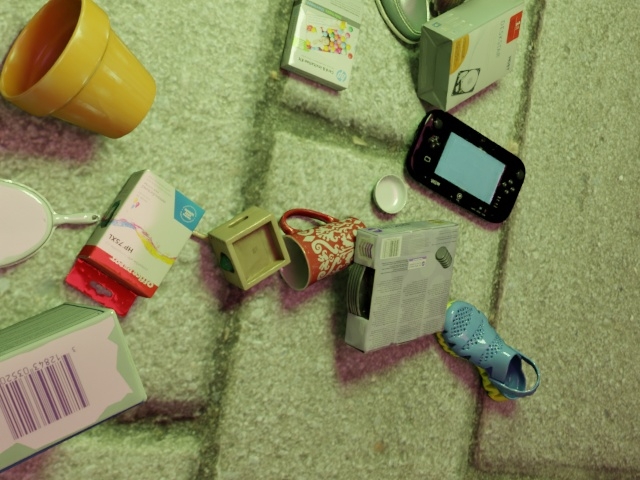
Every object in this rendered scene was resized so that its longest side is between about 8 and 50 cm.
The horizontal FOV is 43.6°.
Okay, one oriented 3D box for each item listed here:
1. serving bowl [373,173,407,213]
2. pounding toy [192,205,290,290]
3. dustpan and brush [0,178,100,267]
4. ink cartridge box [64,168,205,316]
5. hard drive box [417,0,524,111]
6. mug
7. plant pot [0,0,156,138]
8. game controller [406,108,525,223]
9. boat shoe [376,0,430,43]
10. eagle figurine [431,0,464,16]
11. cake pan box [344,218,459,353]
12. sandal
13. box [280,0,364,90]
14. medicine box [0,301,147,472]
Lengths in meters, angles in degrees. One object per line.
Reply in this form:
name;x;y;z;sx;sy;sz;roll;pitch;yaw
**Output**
serving bowl;0.144;-0.099;1.709;0.083;0.027;0.083;0;90;-32
pounding toy;-0.155;0.009;1.498;0.141;0.100;0.130;-32;120;-25
dustpan and brush;-0.468;-0.032;1.327;0.211;0.060;0.147;-4;93;-25
ink cartridge box;-0.322;0.007;1.394;0.134;0.078;0.231;37;72;-26
hard drive box;0.323;-0.416;1.736;0.232;0.089;0.181;-34;143;-27
mug;0.006;0.002;1.579;0.169;0.113;0.150;-20;102;-33
plant pot;-0.379;-0.267;1.305;0.188;0.205;0.205;35;72;-42
game controller;0.330;-0.162;1.801;0.319;0.067;0.166;25;77;-28
boat shoe;0.175;-0.578;1.689;0.116;0.099;0.319;-21;101;-30
eagle figurine;0.309;-0.656;1.722;0.226;0.225;0.298;-11;83;-55
cake pan box;0.166;0.088;1.638;0.267;0.070;0.246;-9;109;-42
sandal;0.386;0.249;1.794;0.317;0.138;0.126;43;71;-22
box;0.006;-0.416;1.621;0.145;0.038;0.186;16;82;-30
medicine box;-0.443;0.212;1.195;0.263;0.289;0.149;-24;100;-29
